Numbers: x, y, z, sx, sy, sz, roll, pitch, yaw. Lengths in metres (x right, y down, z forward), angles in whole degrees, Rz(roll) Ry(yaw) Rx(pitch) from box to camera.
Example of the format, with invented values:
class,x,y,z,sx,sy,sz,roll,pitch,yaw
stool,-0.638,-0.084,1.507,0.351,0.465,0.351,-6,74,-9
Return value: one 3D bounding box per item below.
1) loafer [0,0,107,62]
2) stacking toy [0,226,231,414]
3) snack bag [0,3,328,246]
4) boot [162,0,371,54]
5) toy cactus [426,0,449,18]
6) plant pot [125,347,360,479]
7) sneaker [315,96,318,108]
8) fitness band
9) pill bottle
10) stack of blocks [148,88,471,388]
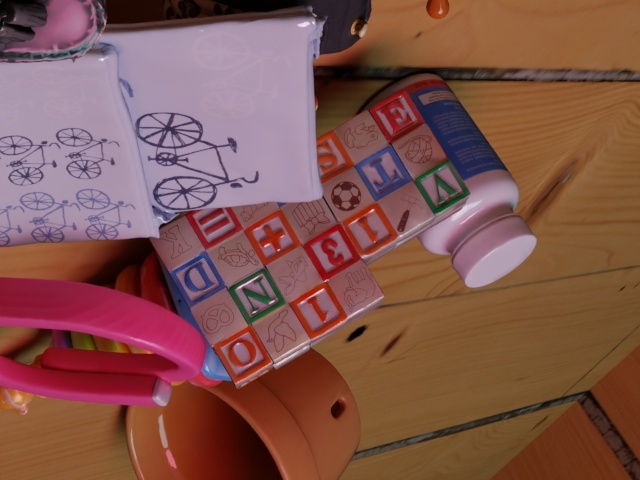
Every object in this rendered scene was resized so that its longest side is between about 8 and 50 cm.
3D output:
class,x,y,z,sx,sy,sz,roll,pitch,yaw
loafer,-0.199,-0.124,0.655,0.267,0.084,0.096,18,116,-48
stacking toy,-0.235,0.120,1.587,0.301,0.175,0.166,-24,168,13
snack bag,-0.161,-0.085,1.235,0.342,0.037,0.323,-5,154,-2
boot,0.051,-0.288,1.132,0.377,0.138,0.284,-16,151,-25
toy cactus,0.159,-0.281,1.271,0.180,0.219,0.112,-58,139,-39
plant pot,-0.085,0.261,1.898,0.203,0.291,0.291,-32,163,-44
sneaker,-0.074,-0.124,1.382,0.094,0.081,0.208,-44,165,24
fitness band,-0.255,0.101,1.416,0.290,0.054,0.209,1,154,23
pill bottle,0.139,-0.063,1.572,0.124,0.221,0.124,-27,156,-13
stack of blocks,0.000,0.000,1.446,0.297,0.171,0.087,-31,173,-6
